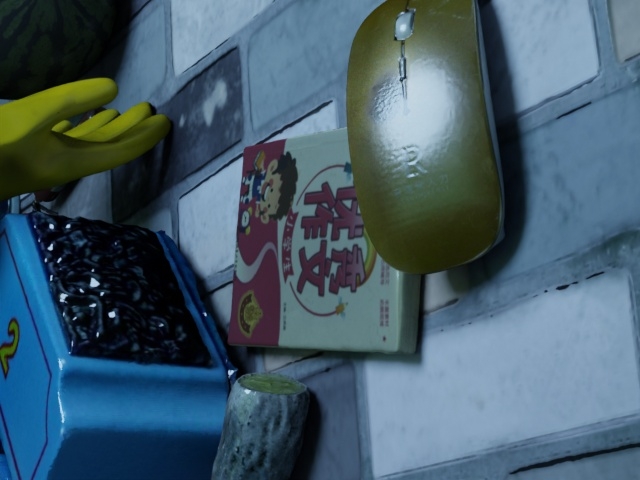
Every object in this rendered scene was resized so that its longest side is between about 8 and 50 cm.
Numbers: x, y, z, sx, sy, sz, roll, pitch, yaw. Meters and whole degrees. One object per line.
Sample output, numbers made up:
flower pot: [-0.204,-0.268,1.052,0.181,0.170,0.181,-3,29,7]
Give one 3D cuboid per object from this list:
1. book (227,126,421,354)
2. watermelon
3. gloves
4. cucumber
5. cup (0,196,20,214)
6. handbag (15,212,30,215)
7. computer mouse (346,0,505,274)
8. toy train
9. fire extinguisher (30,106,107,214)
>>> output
book: [0.000,0.000,0.994,0.232,0.022,0.162,-4,81,57]
watermelon: [-0.304,-0.239,1.340,0.212,0.212,0.212,-16,71,55]
gloves: [-0.261,-0.085,1.181,0.133,0.294,0.116,15,113,35]
cucumber: [-0.045,0.155,1.003,0.064,0.064,0.112,32,113,55]
cup: [-0.504,0.019,1.607,0.311,0.331,0.257,-37,21,50]
handbag: [-0.338,0.062,1.317,0.135,0.225,0.146,-52,57,39]
computer mouse: [0.067,-0.078,0.868,0.102,0.045,0.199,-16,70,33]
toy train: [-0.202,0.131,1.127,0.265,0.188,0.300,-64,36,27]
fire extinguisher: [-0.264,-0.085,1.405,0.173,0.035,0.049,-44,53,40]
